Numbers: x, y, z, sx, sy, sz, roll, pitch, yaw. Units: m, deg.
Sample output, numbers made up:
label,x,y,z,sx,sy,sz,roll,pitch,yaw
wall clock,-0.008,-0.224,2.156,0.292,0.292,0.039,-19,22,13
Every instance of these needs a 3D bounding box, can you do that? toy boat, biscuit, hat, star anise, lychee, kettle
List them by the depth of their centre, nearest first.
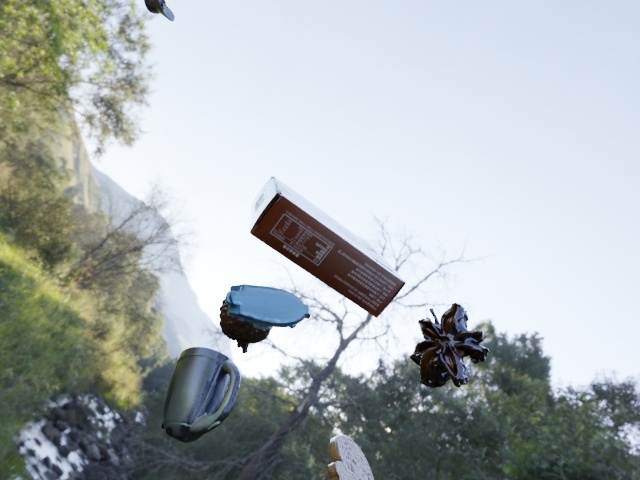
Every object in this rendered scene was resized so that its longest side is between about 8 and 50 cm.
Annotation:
label,x,y,z,sx,sy,sz,roll,pitch,yaw
hat,-0.352,-0.501,0.937,0.087,0.042,0.058,65,10,17
toy boat,-0.121,0.157,1.003,0.102,0.215,0.088,139,-42,-56
star anise,0.329,0.272,1.101,0.126,0.220,0.190,36,-26,-18
biscuit,0.084,0.667,1.222,0.202,0.044,0.288,55,13,-3
lychee,-0.262,0.280,1.552,0.200,0.200,0.238,157,-62,-62
kettle,-0.445,0.598,1.664,0.321,0.324,0.228,-14,-52,22

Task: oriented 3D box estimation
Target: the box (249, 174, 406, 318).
label,x,y,z,sx,sy,sz,roll,pitch,yaw
box,0.000,0.000,1.176,0.385,0.122,0.344,35,8,-15
